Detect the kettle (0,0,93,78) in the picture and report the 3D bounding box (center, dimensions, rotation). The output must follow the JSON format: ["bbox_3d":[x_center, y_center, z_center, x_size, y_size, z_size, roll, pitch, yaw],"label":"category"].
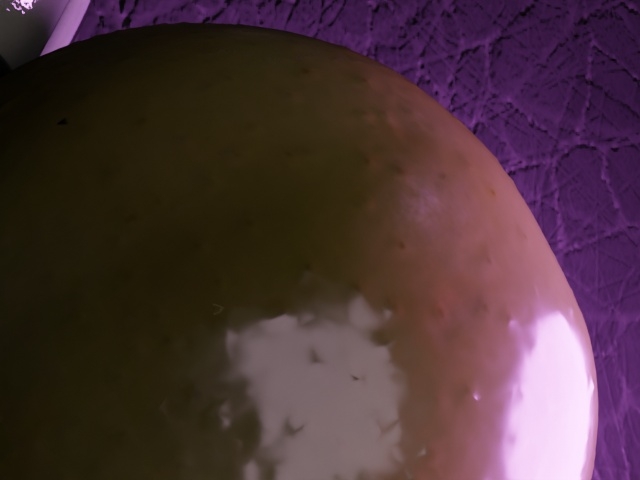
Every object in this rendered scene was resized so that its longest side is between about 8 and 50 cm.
[{"bbox_3d":[-0.211,-0.204,1.198,0.240,0.165,0.255,55,47,-58],"label":"kettle"}]

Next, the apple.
[{"bbox_3d":[-0.078,0.101,1.073,0.473,0.473,0.474,7,79,-41],"label":"apple"}]
